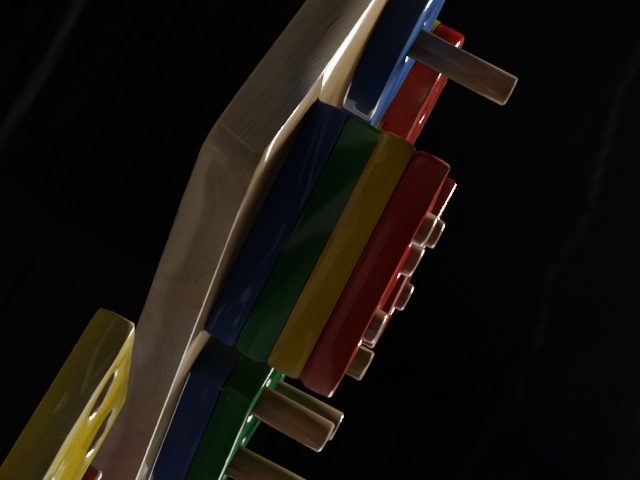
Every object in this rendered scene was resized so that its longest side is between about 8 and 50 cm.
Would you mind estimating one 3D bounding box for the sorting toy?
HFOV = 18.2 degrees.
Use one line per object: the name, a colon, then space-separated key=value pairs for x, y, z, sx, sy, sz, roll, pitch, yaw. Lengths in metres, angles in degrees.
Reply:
sorting toy: x=0.000 y=0.000 z=0.457 sx=0.046 sy=0.132 sz=0.274 roll=28 pitch=44 yaw=5
